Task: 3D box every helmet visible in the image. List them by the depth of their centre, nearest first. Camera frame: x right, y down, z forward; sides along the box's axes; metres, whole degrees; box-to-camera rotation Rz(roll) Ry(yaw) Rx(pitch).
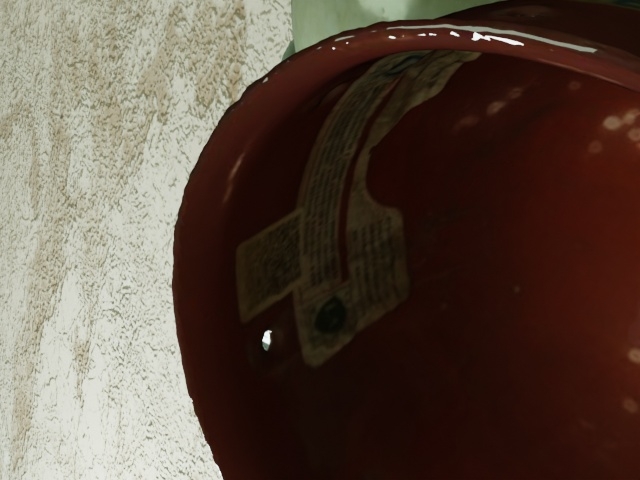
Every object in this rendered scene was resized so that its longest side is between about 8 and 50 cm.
[{"bbox_3d":[0.147,0.039,0.607,0.385,0.230,0.338,25,128,19],"label":"helmet"}]

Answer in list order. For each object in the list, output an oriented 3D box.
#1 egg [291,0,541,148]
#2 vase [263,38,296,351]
[{"bbox_3d":[0.079,-0.140,0.747,0.186,0.186,0.253,53,143,43],"label":"egg"},{"bbox_3d":[0.000,0.000,0.975,0.143,0.143,0.299,66,150,30],"label":"vase"}]
